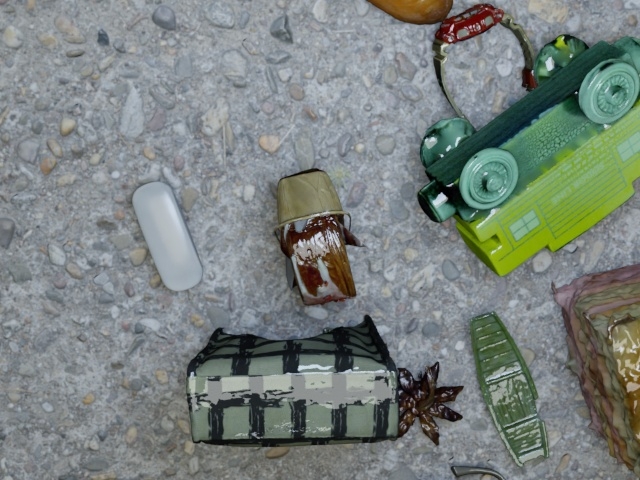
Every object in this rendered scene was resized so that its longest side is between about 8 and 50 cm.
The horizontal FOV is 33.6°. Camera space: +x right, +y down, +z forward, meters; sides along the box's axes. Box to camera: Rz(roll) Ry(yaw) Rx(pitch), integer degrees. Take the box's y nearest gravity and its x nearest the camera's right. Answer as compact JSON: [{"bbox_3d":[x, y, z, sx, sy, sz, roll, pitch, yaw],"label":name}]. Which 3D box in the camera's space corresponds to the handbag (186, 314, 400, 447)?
[{"bbox_3d":[-0.043,0.222,1.735,0.325,0.327,0.163,-1,102,0],"label":"handbag"}]

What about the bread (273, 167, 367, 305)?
[{"bbox_3d":[0.000,0.000,1.746,0.142,0.224,0.212,-15,79,0],"label":"bread"}]

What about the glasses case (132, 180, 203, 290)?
[{"bbox_3d":[-0.264,-0.007,1.829,0.076,0.049,0.197,-20,100,2],"label":"glasses case"}]

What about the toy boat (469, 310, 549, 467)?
[{"bbox_3d":[0.332,0.257,1.884,0.093,0.055,0.293,-20,101,4],"label":"toy boat"}]

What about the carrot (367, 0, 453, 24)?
[{"bbox_3d":[0.118,-0.429,1.714,0.225,0.159,0.159,39,98,-16],"label":"carrot"}]

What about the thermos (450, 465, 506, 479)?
[{"bbox_3d":[0.272,0.476,1.908,0.193,0.105,0.137,2,69,-5],"label":"thermos"}]

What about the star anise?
[{"bbox_3d":[0.178,0.291,1.889,0.167,0.057,0.168,1,110,2],"label":"star anise"}]

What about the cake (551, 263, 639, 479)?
[{"bbox_3d":[0.578,0.205,1.755,0.293,0.307,0.314,-13,100,-1],"label":"cake"}]

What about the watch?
[{"bbox_3d":[0.292,-0.264,1.778,0.164,0.102,0.268,-34,107,4],"label":"watch"}]

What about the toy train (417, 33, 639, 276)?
[{"bbox_3d":[0.369,-0.135,1.720,0.442,0.179,0.272,-36,123,-2],"label":"toy train"}]
